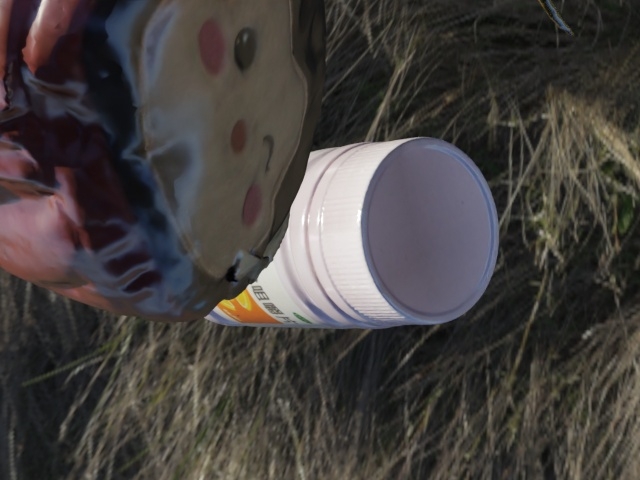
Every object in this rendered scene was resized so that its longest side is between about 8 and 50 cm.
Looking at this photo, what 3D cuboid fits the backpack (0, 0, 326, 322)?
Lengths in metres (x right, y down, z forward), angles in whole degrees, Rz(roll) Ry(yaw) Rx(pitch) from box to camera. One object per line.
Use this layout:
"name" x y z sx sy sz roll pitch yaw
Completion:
"backpack" -0.072 -0.089 0.457 0.138 0.229 0.229 11 120 16

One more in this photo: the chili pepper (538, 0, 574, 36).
"chili pepper" 0.041 -0.134 0.250 0.086 0.084 0.192 -24 120 -11

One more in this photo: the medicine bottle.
"medicine bottle" 0.000 0.000 0.799 0.249 0.133 0.133 -4 122 52
